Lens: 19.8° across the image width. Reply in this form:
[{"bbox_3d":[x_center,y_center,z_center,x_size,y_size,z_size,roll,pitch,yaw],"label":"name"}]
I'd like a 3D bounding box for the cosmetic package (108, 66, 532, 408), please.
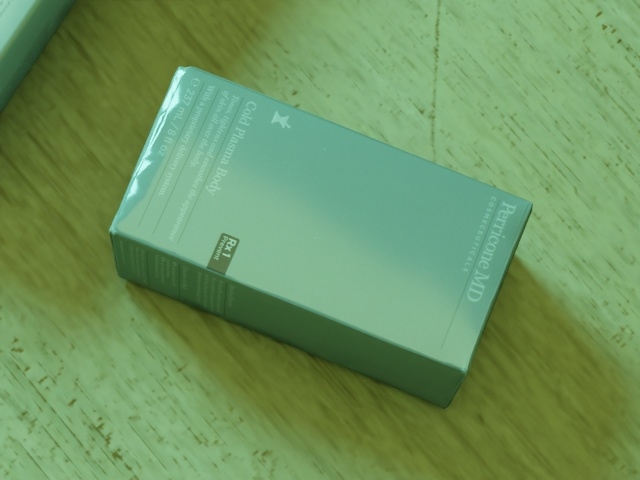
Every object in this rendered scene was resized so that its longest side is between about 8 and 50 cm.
[{"bbox_3d":[0.000,0.000,1.154,0.238,0.107,0.127,19,71,5],"label":"cosmetic package"}]

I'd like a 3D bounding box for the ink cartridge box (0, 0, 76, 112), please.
[{"bbox_3d":[-0.264,-0.252,1.178,0.272,0.130,0.309,32,75,-2],"label":"ink cartridge box"}]
